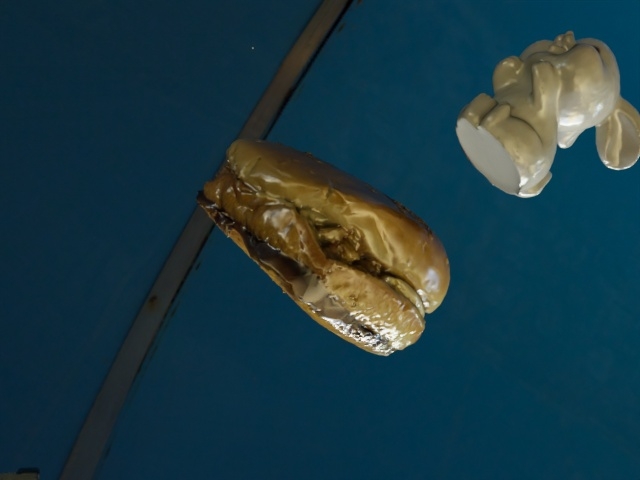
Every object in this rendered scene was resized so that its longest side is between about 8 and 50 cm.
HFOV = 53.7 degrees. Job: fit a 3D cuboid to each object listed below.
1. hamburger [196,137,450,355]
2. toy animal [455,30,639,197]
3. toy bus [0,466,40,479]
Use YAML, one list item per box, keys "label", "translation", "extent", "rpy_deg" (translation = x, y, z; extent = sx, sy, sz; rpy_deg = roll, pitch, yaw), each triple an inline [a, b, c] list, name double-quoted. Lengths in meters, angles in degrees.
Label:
- label: "hamburger"
  translation: [0.002, 0.001, 0.770]
  extent: [0.284, 0.304, 0.174]
  rpy_deg: [34, -93, -51]
- label: "toy animal"
  translation: [0.272, -0.142, 0.758]
  extent: [0.193, 0.127, 0.179]
  rpy_deg: [-32, -61, -9]
- label: "toy bus"
  translation: [-0.278, 0.277, 0.454]
  extent: [0.178, 0.305, 0.143]
  rpy_deg: [4, -94, -26]
